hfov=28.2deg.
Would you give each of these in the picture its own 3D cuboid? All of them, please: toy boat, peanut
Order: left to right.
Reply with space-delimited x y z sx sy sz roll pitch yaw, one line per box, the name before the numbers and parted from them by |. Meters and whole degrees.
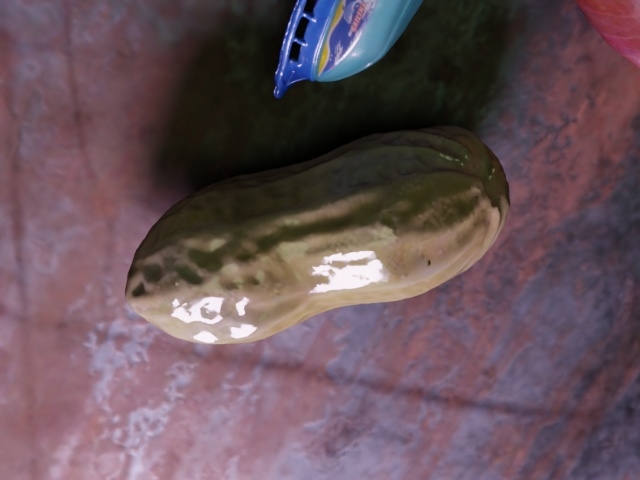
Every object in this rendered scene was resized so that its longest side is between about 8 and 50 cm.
peanut | 0.000 0.000 0.679 0.214 0.098 0.090 -17 122 -3
toy boat | 0.007 -0.155 0.645 0.110 0.091 0.175 31 107 14

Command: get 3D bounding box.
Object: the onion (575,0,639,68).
onion | 0.233 -0.185 0.639 0.248 0.161 0.248 -3 97 -28
